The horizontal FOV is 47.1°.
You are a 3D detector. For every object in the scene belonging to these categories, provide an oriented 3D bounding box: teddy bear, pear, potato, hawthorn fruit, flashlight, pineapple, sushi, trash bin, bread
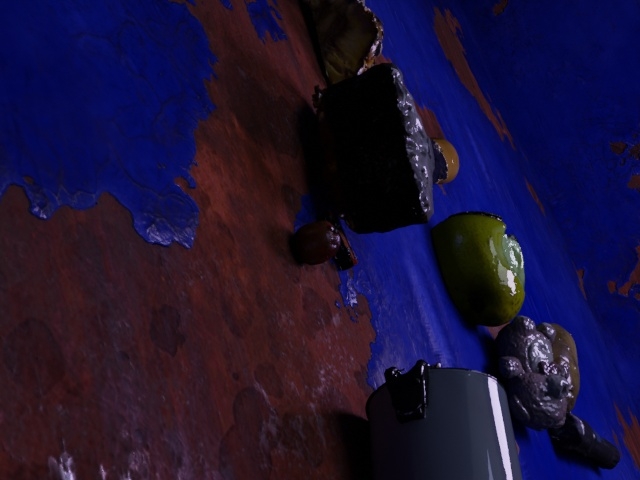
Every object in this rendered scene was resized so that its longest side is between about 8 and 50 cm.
[{"bbox_3d":[0.512,0.321,1.778,0.235,0.151,0.267,17,46,-30],"label":"teddy bear"},{"bbox_3d":[0.408,0.084,1.797,0.292,0.159,0.293,41,37,-40],"label":"pear"},{"bbox_3d":[0.627,0.350,1.980,0.296,0.141,0.192,-73,148,-56],"label":"potato"},{"bbox_3d":[-0.004,0.004,1.186,0.077,0.077,0.077,43,32,-36],"label":"hawthorn fruit"},{"bbox_3d":[0.756,0.575,2.077,0.424,0.103,0.103,35,38,-49],"label":"flashlight"},{"bbox_3d":[0.081,-0.474,1.689,0.161,0.158,0.335,16,52,-57],"label":"pineapple"},{"bbox_3d":[0.107,-0.159,1.397,0.234,0.207,0.349,56,23,-51],"label":"sushi"},{"bbox_3d":[0.178,0.348,1.042,0.277,0.217,0.263,49,29,-39],"label":"trash bin"},{"bbox_3d":[0.321,-0.220,1.990,0.134,0.085,0.173,65,26,2],"label":"bread"}]

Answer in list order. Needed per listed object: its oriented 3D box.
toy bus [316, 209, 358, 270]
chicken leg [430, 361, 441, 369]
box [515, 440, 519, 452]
[{"bbox_3d":[0.031,-0.001,1.305,0.110,0.031,0.043,65,19,4],"label":"toy bus"},{"bbox_3d":[0.240,0.312,1.380,0.093,0.070,0.178,38,26,-42],"label":"chicken leg"},{"bbox_3d":[0.403,0.423,1.618,0.115,0.025,0.048,64,20,-1],"label":"box"}]
